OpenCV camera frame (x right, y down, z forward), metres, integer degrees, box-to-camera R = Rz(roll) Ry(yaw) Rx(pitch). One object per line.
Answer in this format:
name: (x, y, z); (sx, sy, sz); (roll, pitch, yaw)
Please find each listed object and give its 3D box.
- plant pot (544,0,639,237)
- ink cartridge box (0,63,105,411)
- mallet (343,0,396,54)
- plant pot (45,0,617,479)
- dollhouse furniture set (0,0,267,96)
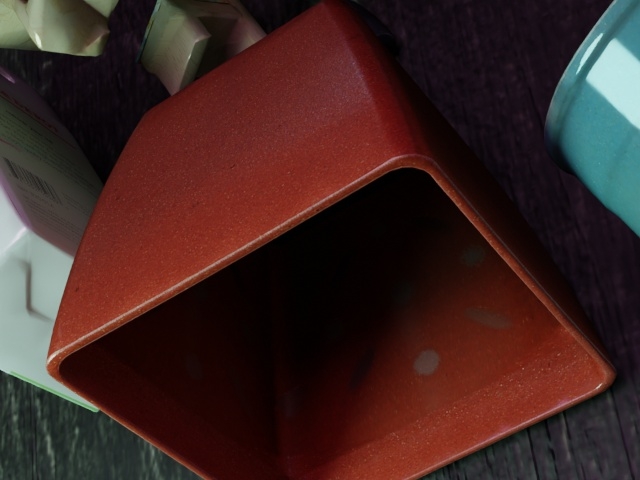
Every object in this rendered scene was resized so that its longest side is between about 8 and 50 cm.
plant pot: (0.306, -0.041, 0.691); (0.271, 0.271, 0.255); (-41, 67, 11)
ink cartridge box: (-0.279, -0.039, 1.097); (0.119, 0.207, 0.353); (-43, 50, 7)
mallet: (-0.020, -0.121, 1.078); (0.189, 0.039, 0.062); (-43, 51, 14)
plant pot: (0.000, 0.000, 0.875); (0.267, 0.267, 0.236); (-29, 43, 19)
dollhouse furniture set: (-0.194, -0.337, 0.998); (0.256, 0.362, 0.394); (54, 130, 38)
